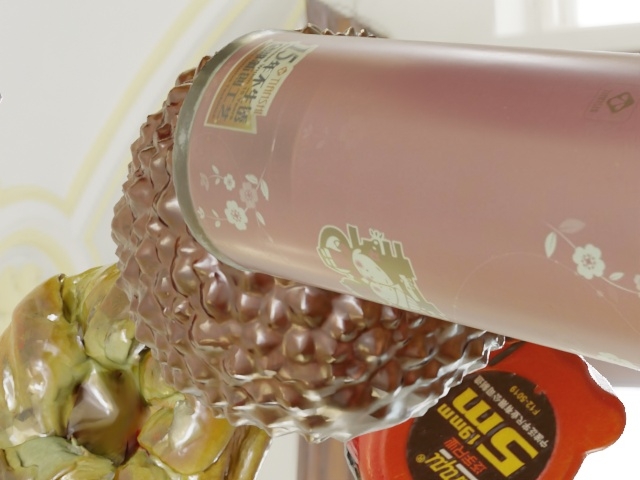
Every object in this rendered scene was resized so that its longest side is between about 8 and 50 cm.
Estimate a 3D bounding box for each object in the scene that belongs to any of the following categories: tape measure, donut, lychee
[{"bbox_3d":[0.136,0.151,1.206,0.253,0.260,0.114,45,-173,-22],"label":"tape measure"},{"bbox_3d":[-0.223,0.192,1.385,0.170,0.360,0.360,39,-127,-56],"label":"donut"},{"bbox_3d":[0.000,0.000,0.811,0.300,0.264,0.264,93,-168,-51],"label":"lychee"}]

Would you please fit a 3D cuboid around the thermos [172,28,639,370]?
[{"bbox_3d":[0.093,-0.002,0.469,0.109,0.330,0.136,-26,-63,-39],"label":"thermos"}]

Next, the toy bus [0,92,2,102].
[{"bbox_3d":[-0.491,-0.232,1.618,0.096,0.108,0.199,-54,-42,-34],"label":"toy bus"}]
